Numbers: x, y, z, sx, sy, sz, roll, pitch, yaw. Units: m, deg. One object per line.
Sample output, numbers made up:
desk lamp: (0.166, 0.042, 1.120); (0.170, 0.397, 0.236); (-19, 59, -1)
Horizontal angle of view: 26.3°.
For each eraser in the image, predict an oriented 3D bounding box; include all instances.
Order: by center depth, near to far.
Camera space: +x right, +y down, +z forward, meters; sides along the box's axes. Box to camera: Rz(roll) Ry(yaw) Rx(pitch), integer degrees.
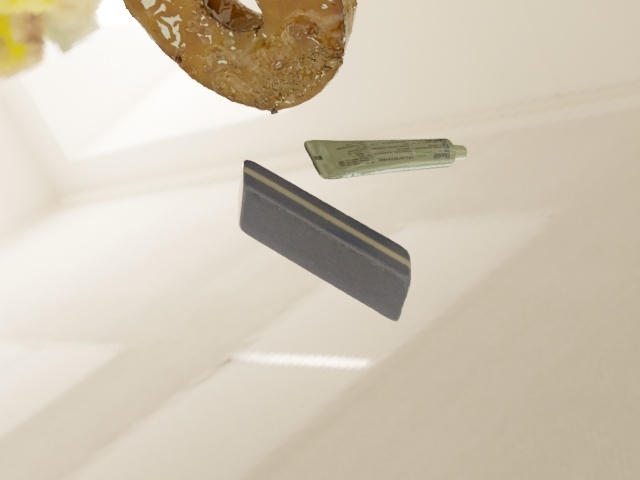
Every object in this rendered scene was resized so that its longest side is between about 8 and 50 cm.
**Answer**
eraser: (0.000, 0.000, 1.420); (0.036, 0.225, 0.082); (-49, 161, -36)

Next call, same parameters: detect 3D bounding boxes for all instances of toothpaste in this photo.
toothpaste: (0.070, -0.085, 1.370); (0.197, 0.048, 0.029); (-6, 146, -35)

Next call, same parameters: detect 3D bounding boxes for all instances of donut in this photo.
donut: (-0.084, -0.281, 1.533); (0.278, 0.277, 0.108); (-17, -150, 36)
